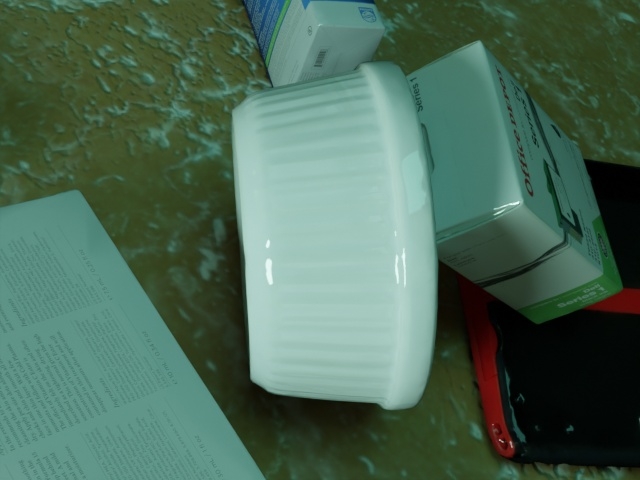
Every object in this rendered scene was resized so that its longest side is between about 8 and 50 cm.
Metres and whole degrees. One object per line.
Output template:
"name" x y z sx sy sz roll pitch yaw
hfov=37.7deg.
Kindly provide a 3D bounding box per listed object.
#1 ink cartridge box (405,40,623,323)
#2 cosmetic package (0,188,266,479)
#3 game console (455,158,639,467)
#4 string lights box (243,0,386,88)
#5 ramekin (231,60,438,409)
"ink cartridge box" 0.159 -0.042 0.794 0.219 0.093 0.160 30 44 -49
"cosmetic package" -0.204 0.158 0.608 0.284 0.097 0.377 -16 62 -44
"game console" 0.319 0.066 0.947 0.387 0.060 0.341 6 59 -17
"string lights box" -0.024 -0.270 0.996 0.077 0.133 0.259 -3 57 -24
"ramekin" 0.000 0.000 0.731 0.127 0.272 0.272 -5 56 -6
